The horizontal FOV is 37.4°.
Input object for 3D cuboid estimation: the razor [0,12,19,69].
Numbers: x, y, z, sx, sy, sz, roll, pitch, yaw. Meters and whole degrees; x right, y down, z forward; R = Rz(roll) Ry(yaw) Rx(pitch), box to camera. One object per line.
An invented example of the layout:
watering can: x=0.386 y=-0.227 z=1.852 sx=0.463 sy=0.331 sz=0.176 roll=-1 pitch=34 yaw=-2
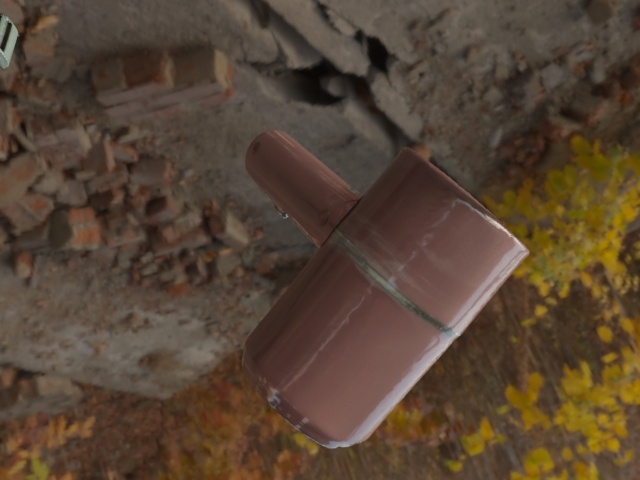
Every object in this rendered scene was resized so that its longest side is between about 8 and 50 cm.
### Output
razor: x=-0.395 y=-0.191 z=0.879 sx=0.211 sy=0.084 sz=0.035 roll=4 pitch=121 yaw=-12

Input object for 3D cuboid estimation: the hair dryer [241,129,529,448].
hair dryer: x=0.000 y=0.000 z=0.817 sx=0.125 sy=0.352 sz=0.210 roll=36 pitch=96 yaw=-35
